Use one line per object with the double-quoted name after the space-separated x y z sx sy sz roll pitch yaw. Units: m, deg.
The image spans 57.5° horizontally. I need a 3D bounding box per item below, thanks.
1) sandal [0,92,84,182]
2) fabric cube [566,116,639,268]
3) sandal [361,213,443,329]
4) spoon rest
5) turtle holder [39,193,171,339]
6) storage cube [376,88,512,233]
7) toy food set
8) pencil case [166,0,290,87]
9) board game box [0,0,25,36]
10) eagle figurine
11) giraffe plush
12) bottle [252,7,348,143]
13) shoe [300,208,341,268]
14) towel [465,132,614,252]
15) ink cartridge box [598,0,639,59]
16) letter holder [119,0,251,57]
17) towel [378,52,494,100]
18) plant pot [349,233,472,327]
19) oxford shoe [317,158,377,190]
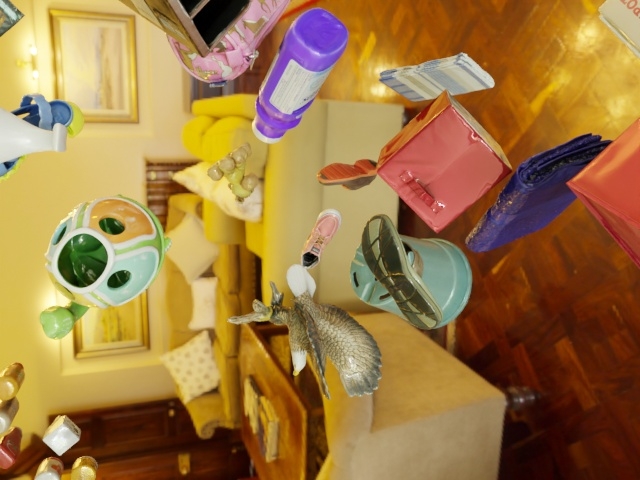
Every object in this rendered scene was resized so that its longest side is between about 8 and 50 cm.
-0.723 -0.248 1.363 0.126 0.317 0.138 50 171 8 "sandal"
0.559 -0.050 0.785 0.258 0.259 0.254 -46 26 11 "fabric cube"
0.196 0.070 1.375 0.120 0.086 0.302 -18 107 50 "sandal"
-0.632 -0.210 1.179 0.084 0.277 0.137 1 -85 -80 "spoon rest"
-0.509 0.045 1.294 0.243 0.320 0.227 62 -176 -6 "turtle holder"
0.250 -0.165 1.197 0.193 0.184 0.215 -42 11 22 "storage cube"
-0.473 0.319 0.975 0.232 0.111 0.104 52 171 -16 "toy food set"
-0.154 -0.484 1.196 0.160 0.167 0.386 -15 39 42 "pencil case"
-0.753 -0.517 1.245 0.026 0.126 0.186 43 174 46 "board game box"
-0.015 0.216 1.296 0.298 0.226 0.225 22 139 38 "eagle figurine"
-0.297 -0.225 2.084 0.170 0.181 0.210 54 150 -14 "giraffe plush"
-0.051 -0.275 1.035 0.118 0.092 0.283 -53 3 -34 "bottle"
0.000 0.000 1.512 0.178 0.064 0.081 -56 14 44 "shoe"
0.428 -0.091 1.182 0.308 0.228 0.076 102 145 -64 "towel"
0.367 -0.218 0.477 0.212 0.093 0.154 -46 39 32 "ink cartridge box"
-0.229 -0.454 0.859 0.302 0.214 0.152 38 173 22 "letter holder"
0.338 -0.470 1.704 0.285 0.209 0.034 0 80 41 "towel"
0.298 0.126 2.051 0.341 0.334 0.340 -13 70 40 "plant pot"
0.094 -0.207 1.995 0.097 0.271 0.098 46 133 33 "oxford shoe"
